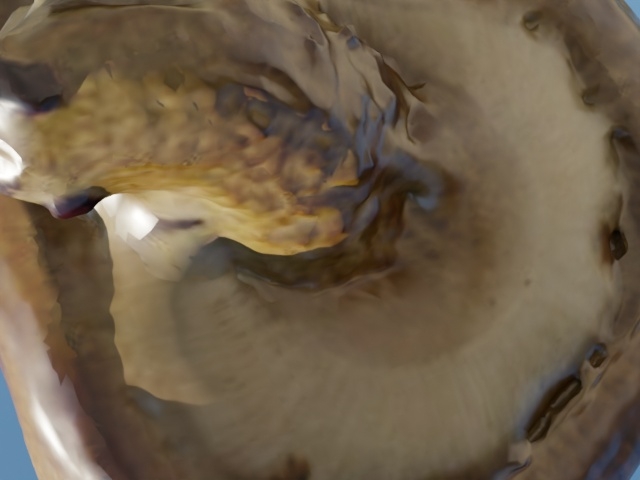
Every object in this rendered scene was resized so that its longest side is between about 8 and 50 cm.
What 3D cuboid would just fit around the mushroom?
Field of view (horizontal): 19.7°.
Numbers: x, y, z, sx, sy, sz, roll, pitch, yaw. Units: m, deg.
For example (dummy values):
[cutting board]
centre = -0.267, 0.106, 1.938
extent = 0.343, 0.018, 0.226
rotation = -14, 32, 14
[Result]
[mushroom]
centre = 0.000, 0.000, 0.730
extent = 0.345, 0.346, 0.259
rotation = -1, 172, -13
